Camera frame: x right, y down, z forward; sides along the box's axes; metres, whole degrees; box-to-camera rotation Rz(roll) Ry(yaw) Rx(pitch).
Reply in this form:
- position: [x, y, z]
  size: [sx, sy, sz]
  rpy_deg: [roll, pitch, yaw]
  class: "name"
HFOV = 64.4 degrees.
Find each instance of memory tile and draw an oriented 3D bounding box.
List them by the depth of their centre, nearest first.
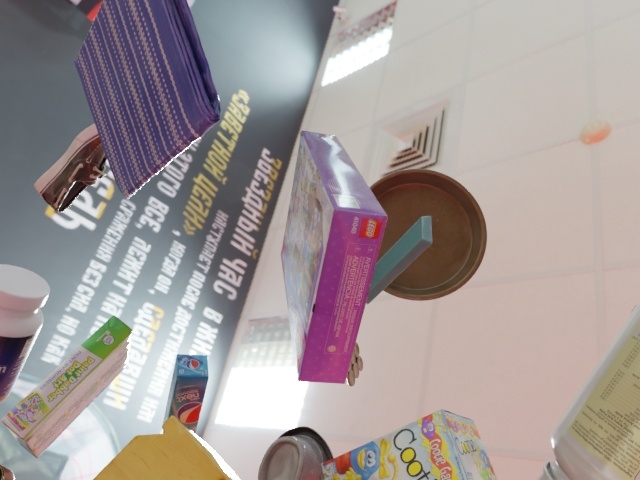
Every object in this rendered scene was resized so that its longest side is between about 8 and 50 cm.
- position: [0.066, 0.258, 1.202]
  size: [0.012, 0.148, 0.113]
  rpy_deg: [-12, -169, 23]
  class: "memory tile"

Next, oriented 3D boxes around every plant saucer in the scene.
- position: [0.127, 0.035, 0.875]
  size: [0.192, 0.018, 0.067]
  rpy_deg: [-52, -161, 41]
  class: "plant saucer"
- position: [0.199, -0.012, 1.050]
  size: [0.277, 0.041, 0.278]
  rpy_deg: [-1, -103, 6]
  class: "plant saucer"

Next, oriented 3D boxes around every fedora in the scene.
- position: [-0.085, 0.642, 1.366]
  size: [0.243, 0.124, 0.276]
  rpy_deg: [14, -104, 37]
  class: "fedora"

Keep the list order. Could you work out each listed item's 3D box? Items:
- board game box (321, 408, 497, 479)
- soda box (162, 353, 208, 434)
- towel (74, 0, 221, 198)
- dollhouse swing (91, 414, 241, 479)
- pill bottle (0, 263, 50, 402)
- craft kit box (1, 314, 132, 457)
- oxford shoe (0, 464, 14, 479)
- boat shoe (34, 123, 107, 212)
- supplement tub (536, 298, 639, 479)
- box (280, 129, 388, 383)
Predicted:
- position: [0.163, 0.443, 0.941]
  size: [0.275, 0.144, 0.142]
  rpy_deg: [-34, -131, 22]
  class: "board game box"
- position: [-0.295, 0.350, 1.105]
  size: [0.071, 0.067, 0.210]
  rpy_deg: [-117, -141, -57]
  class: "soda box"
- position: [-0.245, -0.214, 0.690]
  size: [0.336, 0.040, 0.243]
  rpy_deg: [-18, -90, 51]
  class: "towel"
- position: [-0.245, 0.566, 0.876]
  size: [0.315, 0.305, 0.347]
  rpy_deg: [32, -112, 33]
  class: "dollhouse swing"
- position: [-0.662, 0.192, 1.027]
  size: [0.265, 0.153, 0.153]
  rpy_deg: [-61, -145, 9]
  class: "pill bottle"
- position: [-0.483, 0.291, 0.997]
  size: [0.250, 0.061, 0.247]
  rpy_deg: [-50, -179, -37]
  class: "craft kit box"
- position: [-0.687, 0.436, 0.792]
  size: [0.348, 0.130, 0.123]
  rpy_deg: [-28, -139, -18]
  class: "oxford shoe"
- position: [-0.425, -0.136, 0.928]
  size: [0.219, 0.070, 0.078]
  rpy_deg: [-38, 180, 18]
  class: "boat shoe"
- position: [0.458, 0.252, 0.659]
  size: [0.325, 0.235, 0.235]
  rpy_deg: [-60, -145, 6]
  class: "supplement tub"
- position: [0.000, 0.000, 0.627]
  size: [0.293, 0.057, 0.201]
  rpy_deg: [-107, -154, -62]
  class: "box"
